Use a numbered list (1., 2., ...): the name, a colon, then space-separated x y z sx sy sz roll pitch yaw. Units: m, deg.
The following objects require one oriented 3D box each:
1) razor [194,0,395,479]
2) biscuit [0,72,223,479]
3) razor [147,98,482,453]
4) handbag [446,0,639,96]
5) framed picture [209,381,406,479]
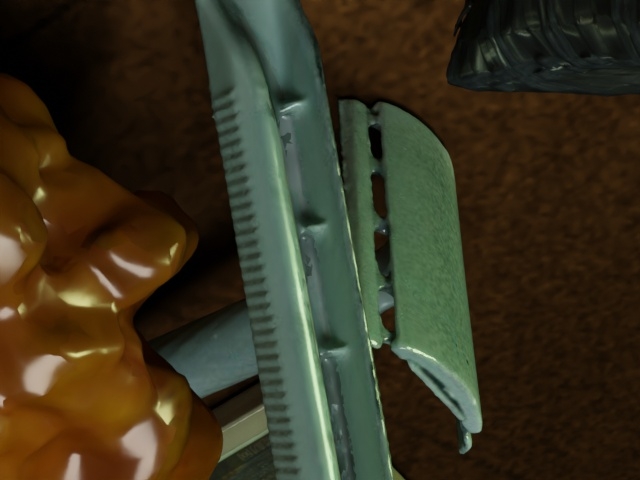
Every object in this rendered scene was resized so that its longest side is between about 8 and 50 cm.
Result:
1. razor: -0.005 0.001 0.484 0.111 0.056 0.278 -9 96 -26
2. biscuit: -0.207 0.048 0.504 0.318 0.110 0.312 37 113 -17
3. razor: -0.058 0.047 0.595 0.232 0.106 0.068 -24 131 21
4. handbag: 0.142 -0.066 0.452 0.175 0.270 0.089 12 91 -15
5. framed picture: -0.065 0.163 0.729 0.250 0.016 0.184 -30 129 14
